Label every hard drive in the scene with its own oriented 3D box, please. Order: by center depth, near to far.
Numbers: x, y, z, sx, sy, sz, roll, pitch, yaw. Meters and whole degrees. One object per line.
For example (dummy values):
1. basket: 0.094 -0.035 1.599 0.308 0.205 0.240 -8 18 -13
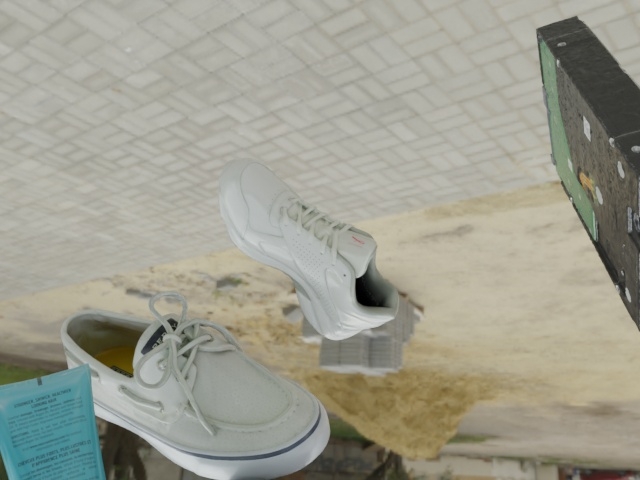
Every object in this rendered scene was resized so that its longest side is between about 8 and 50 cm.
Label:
1. hard drive: 0.346 -0.093 0.776 0.064 0.339 0.237 -15 129 10

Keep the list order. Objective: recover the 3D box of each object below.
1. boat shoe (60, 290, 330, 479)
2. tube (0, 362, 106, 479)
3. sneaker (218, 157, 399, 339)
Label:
1. boat shoe: -0.160 0.135 0.714 0.367 0.136 0.157 10 126 35
2. tube: -0.189 0.198 0.479 0.080 0.207 0.052 -10 157 -31
3. sneaker: 0.000 0.000 0.639 0.115 0.090 0.232 -18 123 45
